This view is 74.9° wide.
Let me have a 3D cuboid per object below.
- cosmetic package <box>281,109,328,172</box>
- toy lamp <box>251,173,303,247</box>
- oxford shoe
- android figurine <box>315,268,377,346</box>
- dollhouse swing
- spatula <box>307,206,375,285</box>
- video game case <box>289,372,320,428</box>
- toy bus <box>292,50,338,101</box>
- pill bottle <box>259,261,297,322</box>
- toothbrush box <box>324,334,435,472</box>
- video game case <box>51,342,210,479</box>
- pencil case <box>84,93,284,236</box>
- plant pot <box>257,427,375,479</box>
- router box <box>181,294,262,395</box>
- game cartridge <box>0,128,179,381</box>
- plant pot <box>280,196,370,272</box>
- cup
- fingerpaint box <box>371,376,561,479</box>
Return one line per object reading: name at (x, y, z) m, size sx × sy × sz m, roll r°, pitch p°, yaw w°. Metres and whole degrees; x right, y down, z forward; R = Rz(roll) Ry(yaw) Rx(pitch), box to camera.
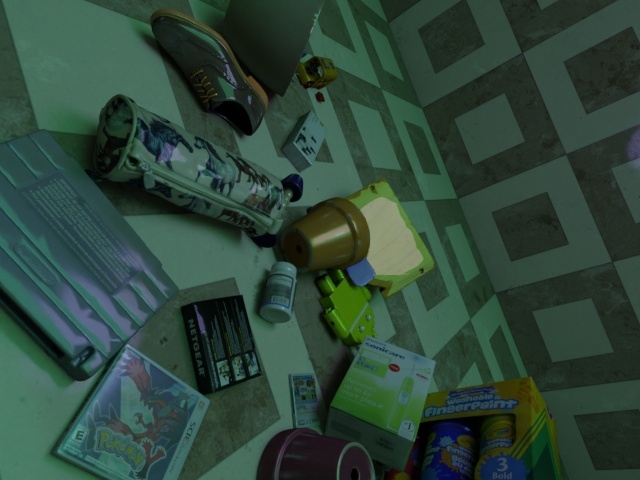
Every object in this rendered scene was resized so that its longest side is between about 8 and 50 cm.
cosmetic package at (-0.047, -0.337, 1.398) m, size 0.099 × 0.060 × 0.239 m, roll 49°, pitch 37°, yaw -26°
toy lamp at (-0.107, -0.094, 1.146) m, size 0.080 × 0.080 × 0.274 m, roll 49°, pitch 37°, yaw -25°
oxford shoe at (-0.276, -0.417, 1.065) m, size 0.364 × 0.130 × 0.132 m, roll 36°, pitch 50°, yaw -38°
android figurine at (0.088, 0.203, 1.264) m, size 0.272 × 0.056 × 0.248 m, roll 60°, pitch 33°, yaw -7°
dollhouse swing at (0.193, 0.003, 1.500) m, size 0.315 × 0.305 × 0.346 m, roll -30°, pitch 88°, yaw -18°
spatula at (0.055, 0.012, 1.293) m, size 0.084 × 0.030 × 0.296 m, roll -36°, pitch 81°, yaw -26°
video game case at (-0.038, 0.384, 1.009) m, size 0.087 × 0.011 × 0.122 m, roll 19°, pitch 55°, yaw -48°
toy bus at (-0.015, -0.650, 1.596) m, size 0.191 × 0.104 × 0.202 m, roll 34°, pitch 44°, yaw -40°
pill bottle at (-0.099, 0.125, 1.021) m, size 0.078 × 0.078 × 0.137 m, roll 41°, pitch 41°, yaw -34°
toothbrush box at (0.161, 0.404, 1.083) m, size 0.283 × 0.206 × 0.122 m, roll -43°, pitch 146°, yaw -56°
video game case at (-0.292, 0.300, 0.687) m, size 0.201 × 0.023 × 0.183 m, roll 48°, pitch 37°, yaw -26°
pencil case at (-0.253, -0.130, 0.879) m, size 0.410 × 0.160 × 0.183 m, roll 23°, pitch 33°, yaw -47°
plant pot at (0.002, 0.485, 0.849) m, size 0.201 × 0.180 × 0.201 m, roll 31°, pitch 47°, yaw -41°
router box at (-0.200, 0.207, 0.856) m, size 0.133 × 0.046 × 0.178 m, roll 1°, pitch 69°, yaw -54°
game cartridge at (-0.411, 0.014, 0.665) m, size 0.355 × 0.068 × 0.230 m, roll 56°, pitch 30°, yaw -16°
plant pot at (0.000, 0.000, 1.154) m, size 0.188 × 0.205 × 0.205 m, roll -22°, pitch 89°, yaw -41°
cup at (-0.153, -0.636, 1.246) m, size 0.237 × 0.331 × 0.331 m, roll 22°, pitch 48°, yaw -14°
fingerpaint box at (0.321, 0.547, 1.021) m, size 0.163 × 0.445 × 0.371 m, roll 59°, pitch 34°, yaw -11°
